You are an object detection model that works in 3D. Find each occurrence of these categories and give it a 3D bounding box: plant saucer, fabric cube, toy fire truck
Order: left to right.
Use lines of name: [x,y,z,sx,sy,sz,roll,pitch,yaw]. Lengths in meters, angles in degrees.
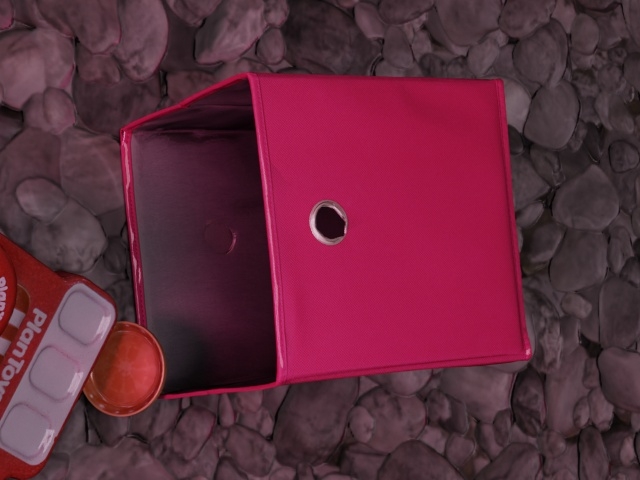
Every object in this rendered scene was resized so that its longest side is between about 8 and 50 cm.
toy fire truck: [-0.304,0.128,1.203,0.254,0.169,0.302,40,65,-42]
plant saucer: [-0.173,0.113,1.327,0.013,0.083,0.084,14,73,-71]
fabric cube: [0.000,0.000,1.333,0.258,0.259,0.254,-2,84,-32]
